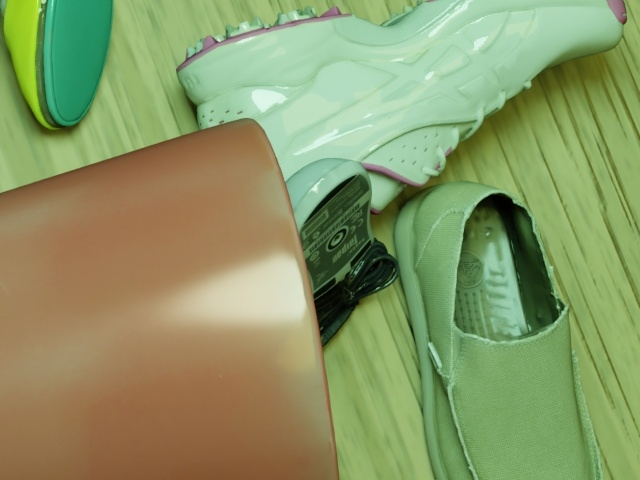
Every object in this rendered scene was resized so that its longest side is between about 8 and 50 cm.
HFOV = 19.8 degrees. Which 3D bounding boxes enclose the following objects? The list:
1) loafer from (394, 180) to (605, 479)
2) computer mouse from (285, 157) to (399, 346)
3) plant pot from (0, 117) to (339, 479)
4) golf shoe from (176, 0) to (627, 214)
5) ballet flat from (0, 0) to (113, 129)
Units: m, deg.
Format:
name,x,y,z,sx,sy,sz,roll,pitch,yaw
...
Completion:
name,x,y,z,sx,sy,sz,roll,pitch,yaw
loafer,0.116,0.084,1.168,0.102,0.092,0.268,-15,79,-20
computer mouse,0.000,0.000,1.115,0.106,0.193,0.042,-42,67,-17
plant pot,-0.133,0.082,1.018,0.243,0.275,0.275,-10,78,-8
golf shoe,0.063,-0.093,1.205,0.306,0.115,0.140,-12,89,-13
ballet flat,-0.169,-0.188,1.162,0.077,0.077,0.231,14,100,27
